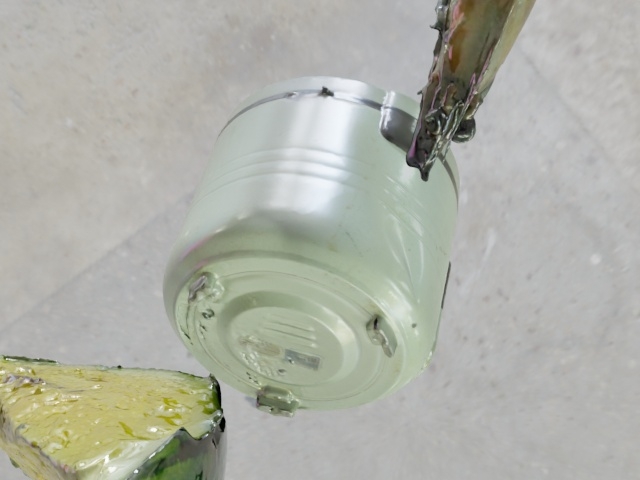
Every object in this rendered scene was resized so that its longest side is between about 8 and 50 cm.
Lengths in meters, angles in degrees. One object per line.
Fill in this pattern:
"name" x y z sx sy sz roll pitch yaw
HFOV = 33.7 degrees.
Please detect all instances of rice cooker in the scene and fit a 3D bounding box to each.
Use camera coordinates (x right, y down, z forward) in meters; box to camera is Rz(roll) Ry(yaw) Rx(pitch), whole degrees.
"rice cooker" 0.000 0.000 0.846 0.226 0.226 0.244 7 48 6

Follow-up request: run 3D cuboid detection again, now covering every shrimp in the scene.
"shrimp" 0.085 -0.172 0.702 0.051 0.198 0.262 15 96 -23

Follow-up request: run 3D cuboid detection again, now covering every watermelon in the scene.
"watermelon" -0.131 0.122 0.604 0.129 0.301 0.123 19 83 -29
